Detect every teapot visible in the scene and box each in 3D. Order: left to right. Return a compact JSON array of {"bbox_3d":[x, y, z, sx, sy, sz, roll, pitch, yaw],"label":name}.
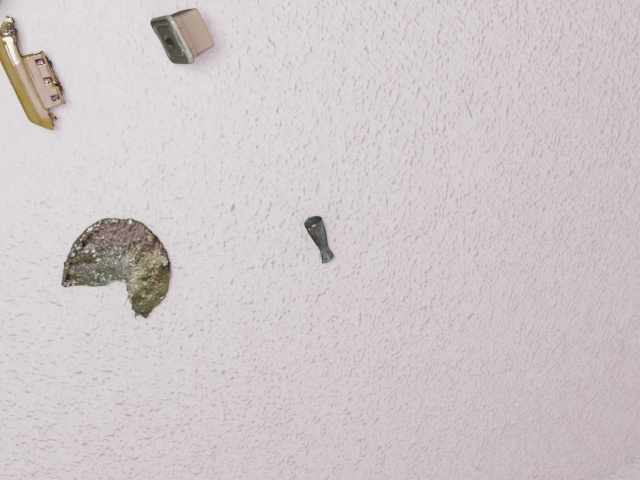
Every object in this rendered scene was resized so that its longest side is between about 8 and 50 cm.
[{"bbox_3d":[0.000,0.000,1.434,0.043,0.043,0.110,-27,122,-9],"label":"teapot"}]

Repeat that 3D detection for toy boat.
[{"bbox_3d":[-0.503,-0.290,1.120,0.077,0.057,0.200,-24,116,-15],"label":"toy boat"}]

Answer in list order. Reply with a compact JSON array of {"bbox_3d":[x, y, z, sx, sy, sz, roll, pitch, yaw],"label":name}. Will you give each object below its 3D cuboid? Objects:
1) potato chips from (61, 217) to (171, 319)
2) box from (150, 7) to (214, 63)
[{"bbox_3d":[-0.404,0.060,1.314,0.202,0.029,0.220,-48,117,0],"label":"potato chips"},{"bbox_3d":[-0.246,-0.369,1.151,0.062,0.122,0.089,-35,119,-17],"label":"box"}]
